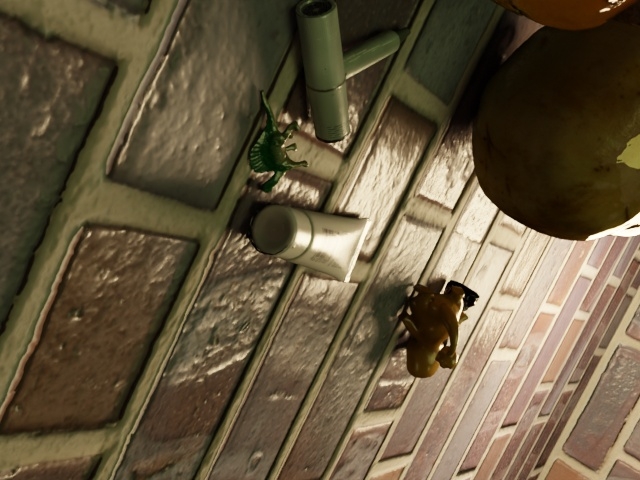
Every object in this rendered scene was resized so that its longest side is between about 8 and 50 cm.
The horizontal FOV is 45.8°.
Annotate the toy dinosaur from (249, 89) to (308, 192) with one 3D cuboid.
[{"bbox_3d":[-0.050,-0.098,0.779,0.060,0.029,0.119,-33,140,-15],"label":"toy dinosaur"}]

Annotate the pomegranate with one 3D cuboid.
[{"bbox_3d":[0.383,-0.156,1.089,0.333,0.333,0.332,-35,140,-36],"label":"pomegranate"}]

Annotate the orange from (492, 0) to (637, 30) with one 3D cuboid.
[{"bbox_3d":[0.268,-0.352,0.817,0.246,0.246,0.246,-35,140,-36],"label":"orange"}]

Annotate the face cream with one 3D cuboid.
[{"bbox_3d":[0.000,0.000,0.904,0.244,0.058,0.092,16,96,-64],"label":"face cream"}]

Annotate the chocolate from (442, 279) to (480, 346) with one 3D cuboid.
[{"bbox_3d":[0.223,0.145,1.331,0.072,0.070,0.147,12,106,-29],"label":"chocolate"}]

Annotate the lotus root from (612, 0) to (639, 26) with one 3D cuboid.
[{"bbox_3d":[0.585,-0.377,1.286,0.250,0.316,0.316,-22,134,-21],"label":"lotus root"}]

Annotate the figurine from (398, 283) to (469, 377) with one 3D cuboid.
[{"bbox_3d":[0.188,0.166,1.237,0.122,0.122,0.176,-1,129,-17],"label":"figurine"}]

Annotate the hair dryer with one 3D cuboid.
[{"bbox_3d":[0.046,-0.215,0.813,0.183,0.044,0.154,-47,148,-30],"label":"hair dryer"}]
